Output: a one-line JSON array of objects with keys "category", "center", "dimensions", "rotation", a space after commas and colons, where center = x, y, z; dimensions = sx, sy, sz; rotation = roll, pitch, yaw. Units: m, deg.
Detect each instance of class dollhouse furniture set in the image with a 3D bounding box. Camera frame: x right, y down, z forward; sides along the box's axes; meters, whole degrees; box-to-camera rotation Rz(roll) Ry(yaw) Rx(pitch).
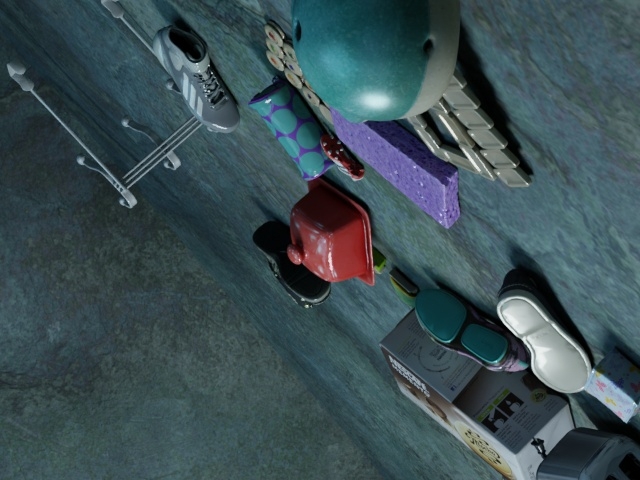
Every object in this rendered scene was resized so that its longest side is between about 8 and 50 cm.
[{"category": "dollhouse furniture set", "center": [0.094, 0.068, 2.004], "dimensions": [0.151, 0.058, 0.076], "rotation": [42, 166, 24]}]

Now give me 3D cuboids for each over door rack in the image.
[{"category": "over door rack", "center": [-0.363, -0.253, 2.163], "dimensions": [0.324, 0.239, 0.108], "rotation": [50, 161, -13]}]

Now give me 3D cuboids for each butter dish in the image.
[{"category": "butter dish", "center": [0.000, 0.000, 1.925], "dimensions": [0.160, 0.118, 0.160], "rotation": [36, 144, 40]}]

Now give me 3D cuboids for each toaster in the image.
[{"category": "toaster", "center": [0.402, 0.345, 1.668], "dimensions": [0.227, 0.129, 0.146], "rotation": [48, 163, -6]}]

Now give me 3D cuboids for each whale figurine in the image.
[{"category": "whale figurine", "center": [0.020, -0.216, 1.163], "dimensions": [0.272, 0.141, 0.216], "rotation": [41, 134, 55]}]

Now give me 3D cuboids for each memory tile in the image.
[{"category": "memory tile", "center": [-0.024, -0.224, 1.640], "dimensions": [0.148, 0.012, 0.113], "rotation": [45, 167, 12]}]

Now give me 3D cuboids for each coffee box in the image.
[{"category": "coffee box", "center": [0.245, 0.240, 1.883], "dimensions": [0.297, 0.119, 0.168], "rotation": [38, 165, 35]}]

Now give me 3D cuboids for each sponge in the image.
[{"category": "sponge", "center": [0.094, -0.109, 1.551], "dimensions": [0.210, 0.031, 0.117], "rotation": [41, 165, 26]}]

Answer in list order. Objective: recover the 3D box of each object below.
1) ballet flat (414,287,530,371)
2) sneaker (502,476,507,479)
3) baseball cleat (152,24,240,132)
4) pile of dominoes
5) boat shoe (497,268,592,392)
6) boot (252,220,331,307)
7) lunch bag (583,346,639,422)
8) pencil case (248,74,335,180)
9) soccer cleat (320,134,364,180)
[{"category": "ballet flat", "center": [0.224, 0.140, 1.790], "dimensions": [0.079, 0.077, 0.221], "rotation": [33, 179, -40]}, {"category": "sneaker", "center": [0.420, 0.408, 1.844], "dimensions": [0.330, 0.122, 0.146], "rotation": [33, 155, 29]}, {"category": "baseball cleat", "center": [-0.194, -0.258, 1.968], "dimensions": [0.206, 0.072, 0.109], "rotation": [48, 161, -18]}, {"category": "pile of dominoes", "center": [0.135, -0.158, 1.317], "dimensions": [0.196, 0.040, 0.251], "rotation": [31, 167, 51]}, {"category": "boat shoe", "center": [0.290, 0.116, 1.558], "dimensions": [0.206, 0.075, 0.065], "rotation": [50, -149, -32]}, {"category": "boot", "center": [-0.029, 0.078, 2.385], "dimensions": [0.236, 0.085, 0.179], "rotation": [45, 170, 42]}, {"category": "lunch bag", "center": [0.362, 0.179, 1.478], "dimensions": [0.071, 0.053, 0.083], "rotation": [41, 156, 21]}, {"category": "pencil case", "center": [-0.038, -0.160, 1.758], "dimensions": [0.070, 0.064, 0.152], "rotation": [-4, 128, 54]}, {"category": "soccer cleat", "center": [0.029, -0.117, 1.746], "dimensions": [0.083, 0.029, 0.035], "rotation": [44, 163, -2]}]
